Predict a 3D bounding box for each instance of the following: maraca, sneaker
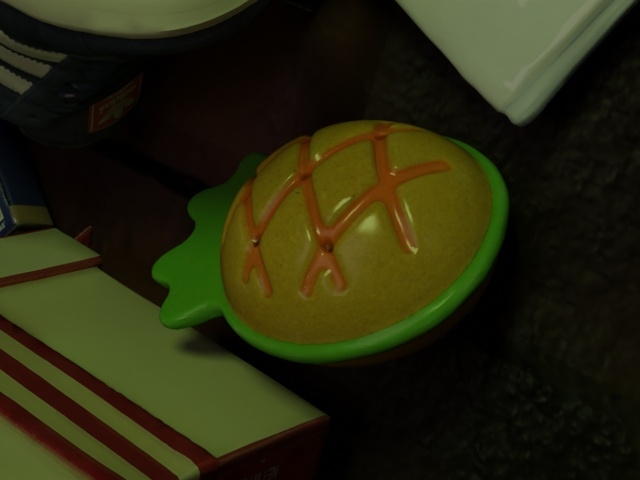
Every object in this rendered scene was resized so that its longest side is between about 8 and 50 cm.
[{"bbox_3d":[0.000,0.000,0.575,0.186,0.099,0.127,1,50,38],"label":"maraca"},{"bbox_3d":[-0.114,-0.111,0.635,0.350,0.131,0.148,27,142,53],"label":"sneaker"}]

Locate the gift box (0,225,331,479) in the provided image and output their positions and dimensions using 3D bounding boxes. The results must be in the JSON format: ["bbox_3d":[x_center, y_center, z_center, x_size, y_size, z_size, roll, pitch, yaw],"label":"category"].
[{"bbox_3d":[-0.166,0.125,0.616,0.258,0.255,0.276,27,111,34],"label":"gift box"}]

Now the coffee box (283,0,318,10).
[{"bbox_3d":[-0.038,-0.217,0.652,0.184,0.040,0.113,50,116,28],"label":"coffee box"}]

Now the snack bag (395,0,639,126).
[{"bbox_3d":[0.074,-0.261,0.523,0.323,0.037,0.342,-46,73,24],"label":"snack bag"}]

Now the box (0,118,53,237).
[{"bbox_3d":[-0.260,-0.070,0.826,0.136,0.036,0.225,-37,68,31],"label":"box"}]
